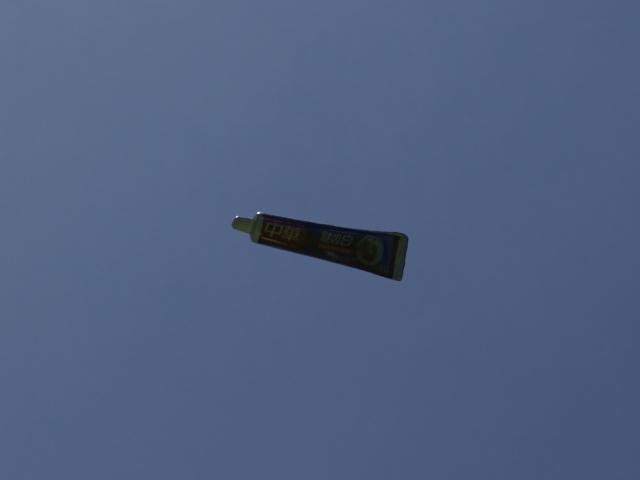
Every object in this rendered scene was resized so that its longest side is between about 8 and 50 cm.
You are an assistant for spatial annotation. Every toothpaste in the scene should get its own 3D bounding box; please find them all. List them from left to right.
[{"bbox_3d":[0.000,0.000,1.407,0.021,0.140,0.037,172,-71,-75],"label":"toothpaste"}]
